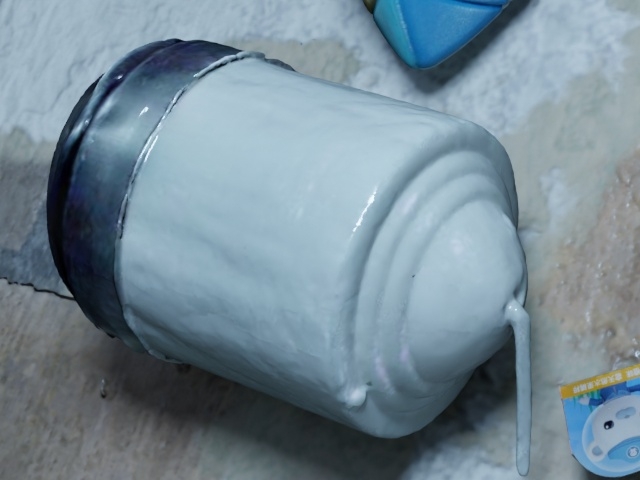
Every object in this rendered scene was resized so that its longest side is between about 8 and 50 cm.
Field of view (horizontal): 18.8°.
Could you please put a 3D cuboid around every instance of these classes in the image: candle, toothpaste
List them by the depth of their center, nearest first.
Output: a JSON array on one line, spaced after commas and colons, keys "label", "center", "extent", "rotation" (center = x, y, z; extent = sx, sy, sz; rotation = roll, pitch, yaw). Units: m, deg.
[{"label": "toothpaste", "center": [0.246, 0.099, 1.168], "extent": [0.193, 0.044, 0.070], "rotation": [-19, 60, 21]}, {"label": "candle", "center": [0.000, 0.000, 1.251], "extent": [0.342, 0.221, 0.221], "rotation": [17, 75, 32]}]

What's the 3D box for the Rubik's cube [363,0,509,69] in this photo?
[{"label": "Rubik's cube", "center": [0.098, -0.295, 1.349], "extent": [0.254, 0.254, 0.254], "rotation": [-13, 60, 24]}]
